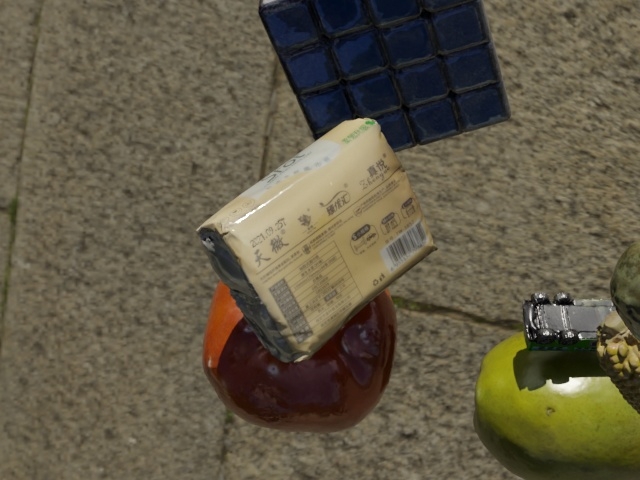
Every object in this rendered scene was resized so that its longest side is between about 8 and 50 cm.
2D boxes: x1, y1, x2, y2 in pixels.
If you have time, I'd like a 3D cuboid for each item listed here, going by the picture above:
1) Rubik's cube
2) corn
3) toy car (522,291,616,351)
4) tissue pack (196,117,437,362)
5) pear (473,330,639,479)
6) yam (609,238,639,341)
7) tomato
[{"bbox_3d":[0.111,-0.378,1.567,0.337,0.344,0.344,-15,42,12],"label":"Rubik's cube"},{"bbox_3d":[0.417,0.192,1.064,0.086,0.086,0.288,-32,110,30],"label":"corn"},{"bbox_3d":[0.354,0.115,1.234,0.165,0.062,0.071,1,56,-1],"label":"toy car"},{"bbox_3d":[0.000,0.000,0.970,0.090,0.222,0.186,18,142,60],"label":"tissue pack"},{"bbox_3d":[0.379,0.245,1.344,0.307,0.253,0.253,-1,87,12],"label":"pear"},{"bbox_3d":[0.387,0.094,0.799,0.133,0.330,0.133,-47,26,31],"label":"yam"},{"bbox_3d":[-0.030,0.118,1.140,0.260,0.259,0.180,67,155,18],"label":"tomato"}]
